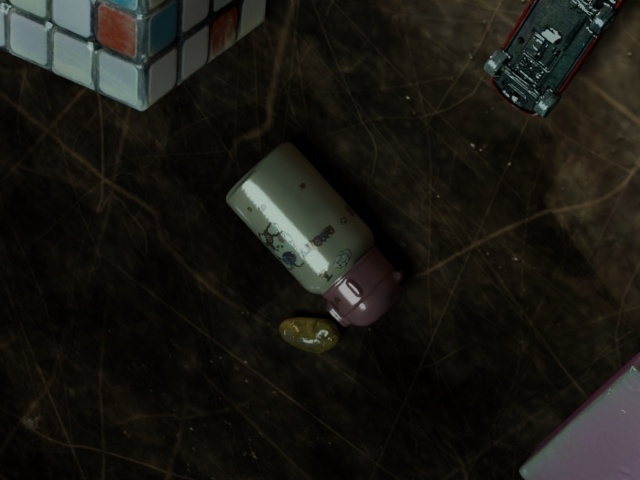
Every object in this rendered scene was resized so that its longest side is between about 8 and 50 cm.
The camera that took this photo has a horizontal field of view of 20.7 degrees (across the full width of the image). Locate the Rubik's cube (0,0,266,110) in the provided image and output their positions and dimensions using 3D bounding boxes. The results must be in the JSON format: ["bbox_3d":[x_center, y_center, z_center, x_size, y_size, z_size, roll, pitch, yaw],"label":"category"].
[{"bbox_3d":[-0.218,-0.336,1.917,0.259,0.256,0.253,24,132,23],"label":"Rubik's cube"}]

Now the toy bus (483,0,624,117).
[{"bbox_3d":[0.244,-0.213,1.750,0.081,0.089,0.195,40,136,10],"label":"toy bus"}]

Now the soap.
[{"bbox_3d":[0.365,0.248,1.987,0.181,0.081,0.259,43,138,7],"label":"soap"}]

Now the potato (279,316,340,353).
[{"bbox_3d":[-0.013,0.121,2.231,0.092,0.045,0.046,0,83,36],"label":"potato"}]

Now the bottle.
[{"bbox_3d":[0.000,0.000,2.086,0.233,0.110,0.110,48,137,1],"label":"bottle"}]
